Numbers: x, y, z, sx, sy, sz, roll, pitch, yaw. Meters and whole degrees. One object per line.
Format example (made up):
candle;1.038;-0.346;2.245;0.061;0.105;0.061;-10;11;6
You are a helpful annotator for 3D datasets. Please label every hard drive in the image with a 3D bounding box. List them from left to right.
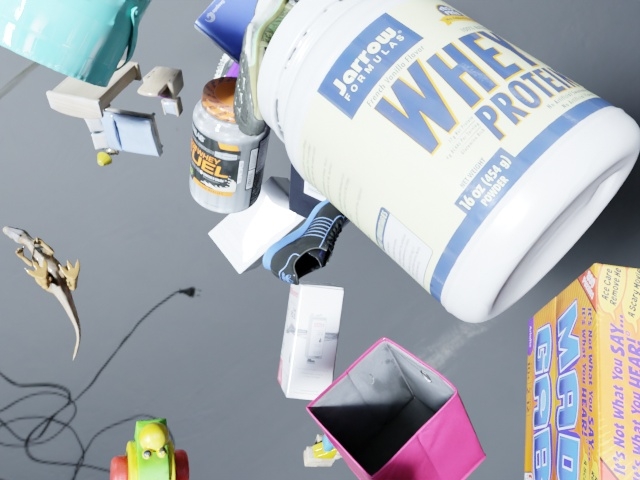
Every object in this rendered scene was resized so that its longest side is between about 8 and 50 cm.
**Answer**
hard drive;-0.134;-0.525;1.492;0.318;0.040;0.210;40;83;-6

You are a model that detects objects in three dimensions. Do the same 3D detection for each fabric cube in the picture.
fabric cube;0.173;0.430;1.297;0.259;0.254;0.258;-39;125;-15

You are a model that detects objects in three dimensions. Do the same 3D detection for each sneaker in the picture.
sneaker;-0.254;-0.420;1.730;0.102;0.146;0.293;14;93;-74
sneaker;-0.058;-0.355;1.119;0.182;0.410;0.158;13;144;-6
sneaker;0.000;0.000;1.115;0.232;0.090;0.081;-42;142;-22

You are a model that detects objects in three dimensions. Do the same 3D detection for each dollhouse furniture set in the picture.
dollhouse furniture set;-0.508;-0.283;1.499;0.286;0.198;0.303;12;137;10

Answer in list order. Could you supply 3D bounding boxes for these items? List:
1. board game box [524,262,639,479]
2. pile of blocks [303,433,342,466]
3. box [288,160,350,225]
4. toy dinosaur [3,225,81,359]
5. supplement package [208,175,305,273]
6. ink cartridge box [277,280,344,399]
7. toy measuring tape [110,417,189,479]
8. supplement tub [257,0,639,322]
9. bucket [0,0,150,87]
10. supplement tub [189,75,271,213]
board game box;0.553;0.280;0.915;0.356;0.356;0.356;7;159;6
pile of blocks;0.104;0.549;1.706;0.362;0.113;0.149;-22;129;6
box;0.070;-0.234;1.613;0.294;0.182;0.296;-44;151;-40
toy dinosaur;-0.370;0.061;0.815;0.064;0.112;0.212;-28;92;-28
supplement package;-0.187;-0.053;1.920;0.293;0.175;0.177;-40;84;13
ink cartridge box;-0.028;0.250;1.504;0.117;0.207;0.283;8;88;-10
toy measuring tape;-0.268;0.401;0.885;0.121;0.121;0.330;1;128;-24
supplement tub;0.111;-0.103;0.587;0.235;0.325;0.235;-36;153;-21
bucket;-0.449;-0.400;0.992;0.281;0.281;0.183;21;102;-32
supplement tub;-0.230;-0.238;1.460;0.193;0.194;0.316;-6;138;-20
